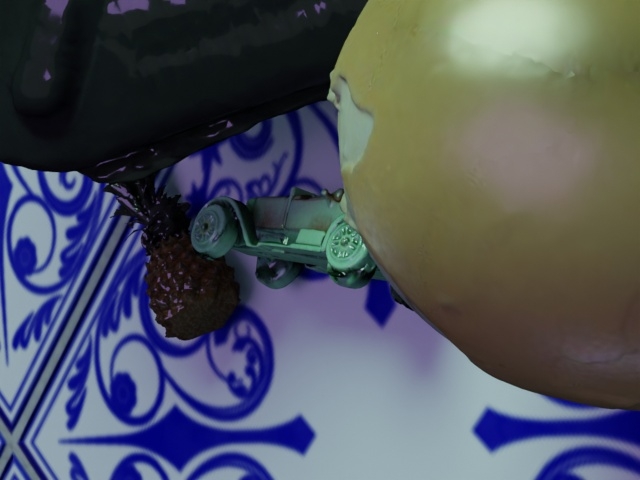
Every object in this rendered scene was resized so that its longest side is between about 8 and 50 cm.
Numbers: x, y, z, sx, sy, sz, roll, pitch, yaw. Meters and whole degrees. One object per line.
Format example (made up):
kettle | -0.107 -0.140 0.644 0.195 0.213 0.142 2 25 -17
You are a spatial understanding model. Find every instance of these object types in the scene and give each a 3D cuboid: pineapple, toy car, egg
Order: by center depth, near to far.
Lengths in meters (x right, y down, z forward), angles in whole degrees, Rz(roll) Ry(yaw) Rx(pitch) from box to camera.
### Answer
egg | 0.129 -0.031 0.640 0.244 0.201 0.201 12 99 26
toy car | 0.000 0.000 0.860 0.143 0.073 0.054 8 80 45
pineapple | -0.093 -0.002 0.961 0.058 0.058 0.124 -50 57 33

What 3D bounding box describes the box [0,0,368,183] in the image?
box | -0.068 -0.226 0.773 0.350 0.091 0.359 -19 99 22
